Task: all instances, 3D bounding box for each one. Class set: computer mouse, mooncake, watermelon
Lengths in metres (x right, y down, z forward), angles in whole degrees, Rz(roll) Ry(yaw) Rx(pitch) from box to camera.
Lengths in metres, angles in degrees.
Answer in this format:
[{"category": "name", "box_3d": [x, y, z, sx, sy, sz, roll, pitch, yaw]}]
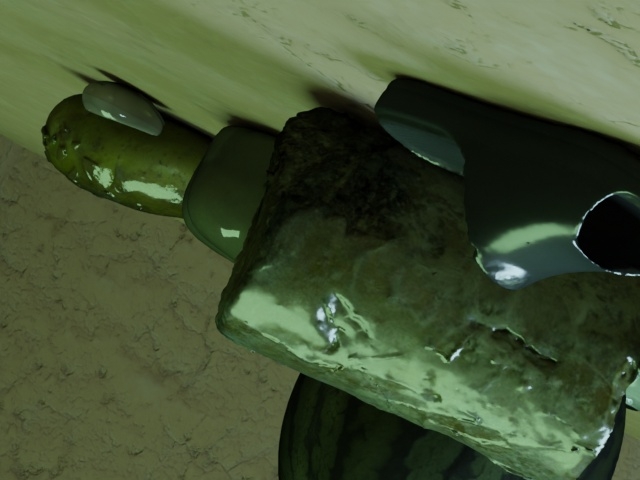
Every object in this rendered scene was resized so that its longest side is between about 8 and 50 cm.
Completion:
[{"category": "computer mouse", "box_3d": [-0.204, -0.141, 1.880, 0.096, 0.039, 0.066, 20, -178, -41]}, {"category": "mooncake", "box_3d": [-0.009, -0.005, 1.721, 0.275, 0.135, 0.275, 30, 175, 3]}, {"category": "watermelon", "box_3d": [0.108, 0.169, 1.529, 0.279, 0.359, 0.279, 29, 151, 18]}]

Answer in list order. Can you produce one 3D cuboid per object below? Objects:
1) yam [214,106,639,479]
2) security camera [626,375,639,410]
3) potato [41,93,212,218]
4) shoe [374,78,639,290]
[{"category": "yam", "box_3d": [0.078, 0.039, 1.315, 0.300, 0.195, 0.195, 26, 176, -4]}, {"category": "security camera", "box_3d": [0.308, 0.117, 1.663, 0.157, 0.080, 0.301, 28, 173, -12]}, {"category": "potato", "box_3d": [-0.196, -0.085, 2.000, 0.251, 0.113, 0.149, 27, 175, 13]}, {"category": "shoe", "box_3d": [0.116, -0.017, 1.034, 0.241, 0.093, 0.108, 25, 175, 42]}]
